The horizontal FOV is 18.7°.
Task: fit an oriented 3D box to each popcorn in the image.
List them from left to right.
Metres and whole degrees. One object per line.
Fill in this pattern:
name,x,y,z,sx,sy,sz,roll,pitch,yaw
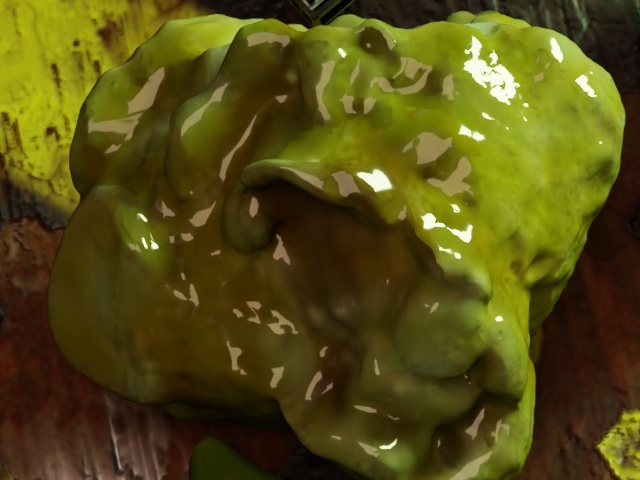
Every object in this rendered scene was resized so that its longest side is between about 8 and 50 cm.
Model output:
popcorn,0.009,-0.003,1.225,0.334,0.293,0.292,12,110,40

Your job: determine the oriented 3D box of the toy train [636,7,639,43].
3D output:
toy train,0.272,-0.140,1.258,0.112,0.163,0.203,-17,69,4

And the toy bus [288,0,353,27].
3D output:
toy bus,-0.019,-0.204,1.383,0.052,0.058,0.102,-40,75,-7

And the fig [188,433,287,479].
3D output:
fig,-0.011,0.221,1.158,0.206,0.206,0.275,-32,65,-3
